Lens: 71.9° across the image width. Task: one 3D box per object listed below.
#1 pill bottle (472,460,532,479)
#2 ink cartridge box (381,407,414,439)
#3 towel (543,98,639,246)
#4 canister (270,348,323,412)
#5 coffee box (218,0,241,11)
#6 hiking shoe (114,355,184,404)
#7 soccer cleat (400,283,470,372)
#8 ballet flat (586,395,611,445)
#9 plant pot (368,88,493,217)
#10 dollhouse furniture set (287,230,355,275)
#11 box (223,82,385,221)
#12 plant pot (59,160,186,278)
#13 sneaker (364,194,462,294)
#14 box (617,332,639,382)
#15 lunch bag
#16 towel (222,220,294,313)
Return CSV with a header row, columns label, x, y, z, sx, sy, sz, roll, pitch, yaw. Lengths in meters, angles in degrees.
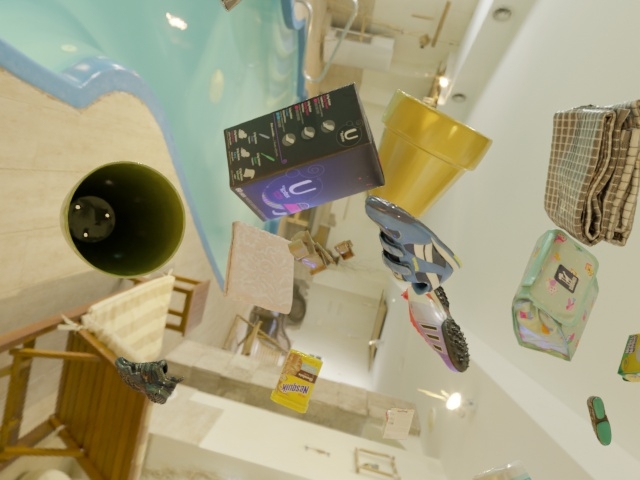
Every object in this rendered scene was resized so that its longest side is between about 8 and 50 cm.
label,x,y,z,sx,sy,sz,roll,pitch,yaw
pill bottle,0.506,0.713,1.111,0.146,0.146,0.264,99,-25,-56
ink cartridge box,0.196,0.456,1.119,0.029,0.063,0.115,-89,-174,-62
towel,0.575,-0.150,0.943,0.235,0.121,0.283,-52,144,-71
canister,-0.075,0.457,1.447,0.073,0.126,0.169,72,39,-78
coffee box,-0.174,-0.577,0.856,0.168,0.119,0.297,-37,-165,7
hiking shoe,-0.548,0.424,1.407,0.114,0.227,0.086,-47,158,-42
soccer cleat,0.310,0.234,1.210,0.116,0.109,0.318,-37,-143,22
ballet flat,0.664,0.427,1.055,0.041,0.041,0.114,71,11,-83
plant pot,0.233,-0.195,1.057,0.239,0.254,0.254,-61,-178,22
dollhouse furniture set,0.000,0.000,1.316,0.182,0.161,0.101,55,12,-58
box,-0.029,-0.162,0.864,0.165,0.271,0.143,49,26,-63
plant pot,-0.541,-0.052,1.134,0.275,0.294,0.274,-3,94,-44
sneaker,0.087,0.009,0.442,0.059,0.144,0.053,-47,-146,6
box,0.709,0.244,0.940,0.105,0.043,0.179,-57,171,-21
lunch bag,0.568,0.129,1.081,0.223,0.160,0.262,-53,131,-22
towel,-0.236,0.112,1.766,0.332,0.053,0.316,24,59,-44
